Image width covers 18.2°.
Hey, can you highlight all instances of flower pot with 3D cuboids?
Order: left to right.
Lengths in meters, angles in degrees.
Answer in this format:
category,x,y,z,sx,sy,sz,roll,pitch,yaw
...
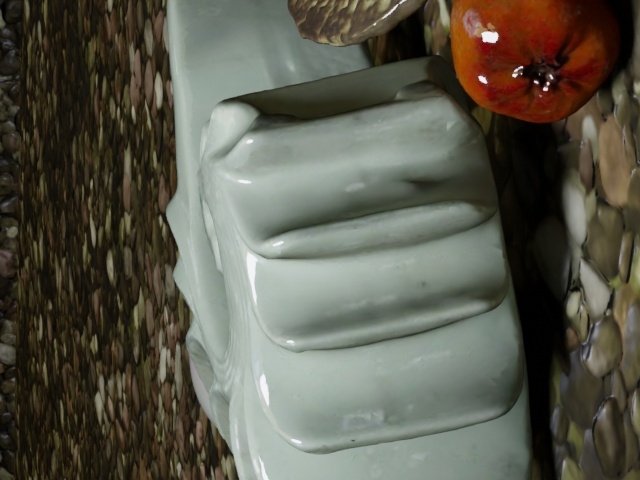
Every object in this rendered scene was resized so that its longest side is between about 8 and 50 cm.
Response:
category,x,y,z,sx,sy,sz,roll,pitch,yaw
flower pot,0.000,0.000,1.122,0.367,0.165,0.254,-125,24,-65

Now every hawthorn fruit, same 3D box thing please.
category,x,y,z,sx,sy,sz,roll,pitch,yaw
hawthorn fruit,0.099,-0.104,0.946,0.093,0.081,0.081,-98,14,-52

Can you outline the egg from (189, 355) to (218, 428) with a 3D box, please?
category,x,y,z,sx,sy,sz,roll,pitch,yaw
egg,-0.041,0.079,1.412,0.103,0.103,0.135,164,105,-74

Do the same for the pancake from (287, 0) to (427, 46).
category,x,y,z,sx,sy,sz,roll,pitch,yaw
pancake,0.047,-0.182,1.038,0.199,0.021,0.199,-41,30,30
